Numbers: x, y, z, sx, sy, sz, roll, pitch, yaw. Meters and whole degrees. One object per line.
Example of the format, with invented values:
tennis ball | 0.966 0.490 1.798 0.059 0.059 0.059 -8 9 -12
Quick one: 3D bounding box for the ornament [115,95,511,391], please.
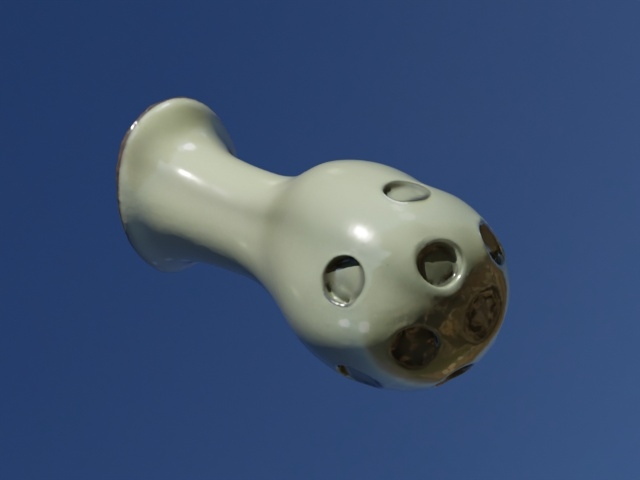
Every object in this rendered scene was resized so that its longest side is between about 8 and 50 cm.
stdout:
ornament | 0.000 0.000 0.579 0.081 0.156 0.075 -32 -53 -34
